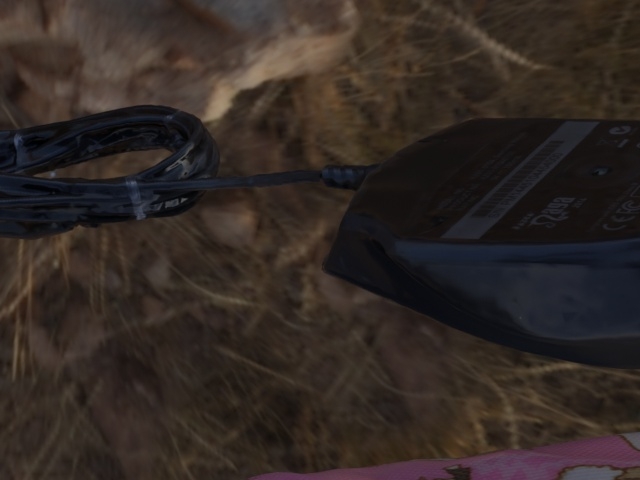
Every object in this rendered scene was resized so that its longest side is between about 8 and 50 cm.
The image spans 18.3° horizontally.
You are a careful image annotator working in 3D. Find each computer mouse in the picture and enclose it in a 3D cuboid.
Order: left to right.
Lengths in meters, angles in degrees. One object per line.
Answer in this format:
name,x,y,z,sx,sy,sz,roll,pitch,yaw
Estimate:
computer mouse,0.000,0.000,0.443,0.071,0.242,0.041,-38,125,-47

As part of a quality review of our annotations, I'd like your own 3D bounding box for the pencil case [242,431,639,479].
pencil case,0.103,0.132,0.503,0.386,0.160,0.167,-3,67,-6
